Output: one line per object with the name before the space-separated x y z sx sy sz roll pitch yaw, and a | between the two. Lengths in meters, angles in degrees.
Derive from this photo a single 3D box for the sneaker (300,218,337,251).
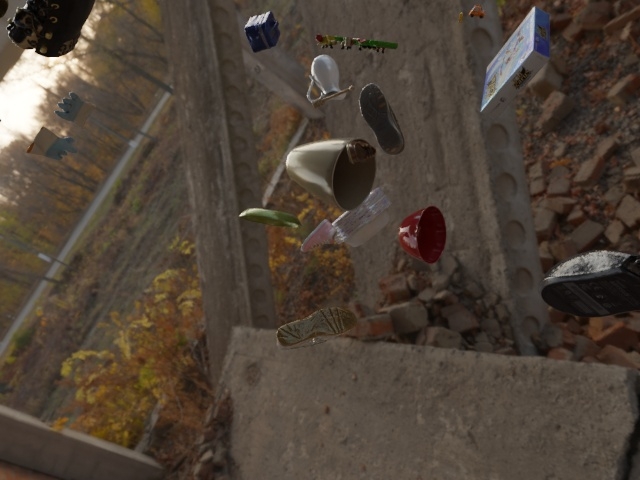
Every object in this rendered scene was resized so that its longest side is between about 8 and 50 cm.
sneaker | 0.000 0.000 1.689 0.134 0.070 0.051 -47 -15 -4

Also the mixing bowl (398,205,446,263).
mixing bowl | 0.312 -0.018 1.638 0.098 0.181 0.181 2 60 43

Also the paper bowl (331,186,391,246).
paper bowl | 0.175 -0.081 2.156 0.284 0.148 0.284 -37 2 2

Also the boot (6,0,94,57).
boot | -0.622 -0.552 1.165 0.284 0.138 0.377 -43 11 28

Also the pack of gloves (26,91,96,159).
pack of gloves | -0.694 -0.303 1.436 0.195 0.046 0.232 -57 8 0

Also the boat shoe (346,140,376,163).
boat shoe | 0.115 -0.250 1.451 0.060 0.064 0.178 -12 4 19

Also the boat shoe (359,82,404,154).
boat shoe | 0.283 -0.546 2.372 0.133 0.130 0.355 -22 80 22

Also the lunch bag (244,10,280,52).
lunch bag | -0.132 -0.501 1.240 0.065 0.067 0.098 -8 44 18

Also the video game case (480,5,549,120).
video game case | 0.594 -0.541 1.585 0.244 0.061 0.269 -57 9 50

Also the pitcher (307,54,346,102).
pitcher | 0.008 -0.746 2.415 0.125 0.178 0.207 97 157 -77

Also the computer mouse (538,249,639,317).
computer mouse | 0.475 0.062 0.812 0.272 0.189 0.072 -19 37 59

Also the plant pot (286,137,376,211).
plant pot | 0.016 -0.256 1.862 0.274 0.256 0.256 17 73 37

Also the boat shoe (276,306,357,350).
boat shoe | -0.016 0.295 1.707 0.096 0.277 0.098 106 147 -55

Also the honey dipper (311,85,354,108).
honey dipper | 0.047 -0.502 1.806 0.161 0.030 0.030 -16 42 22

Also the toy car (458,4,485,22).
toy car | 0.525 -0.780 1.780 0.122 0.060 0.040 -41 -33 -37

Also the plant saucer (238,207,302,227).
plant saucer | -0.186 -0.086 1.948 0.241 0.241 0.037 1 81 61

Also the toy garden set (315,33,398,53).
toy garden set | 0.123 -0.716 1.901 0.244 0.204 0.049 26 118 41

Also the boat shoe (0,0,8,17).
boat shoe | -0.772 -0.545 1.216 0.136 0.050 0.045 -16 56 32
